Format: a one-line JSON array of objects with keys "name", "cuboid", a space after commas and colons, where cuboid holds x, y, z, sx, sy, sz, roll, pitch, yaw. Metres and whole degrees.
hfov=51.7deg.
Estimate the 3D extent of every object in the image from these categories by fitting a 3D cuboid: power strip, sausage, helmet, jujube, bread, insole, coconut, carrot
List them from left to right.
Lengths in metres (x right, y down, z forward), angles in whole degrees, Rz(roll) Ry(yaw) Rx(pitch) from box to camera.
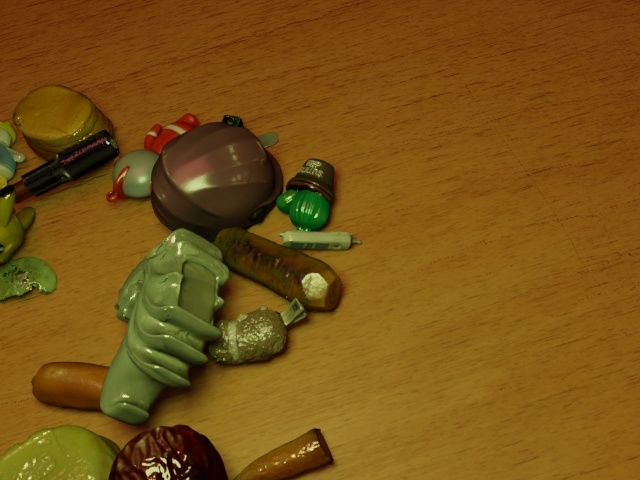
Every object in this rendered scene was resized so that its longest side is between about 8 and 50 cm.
[{"name": "coconut", "cuboid": [-0.720, 0.088, 1.582, 0.158, 0.055, 0.133, -21, 59, -7]}, {"name": "bread", "cuboid": [-0.491, 0.483, 1.245, 0.270, 0.148, 0.270, -2, 55, 3]}, {"name": "bread", "cuboid": [-0.688, -0.307, 1.775, 0.269, 0.142, 0.195, 20, 66, 21]}, {"name": "sausage", "cuboid": [-0.495, 0.305, 1.392, 0.238, 0.098, 0.098, 5, 59, 9]}, {"name": "jujube", "cuboid": [-0.246, 0.504, 1.165, 0.216, 0.216, 0.342, -22, 69, -6]}, {"name": "helmet", "cuboid": [-0.241, -0.163, 1.552, 0.338, 0.197, 0.271, -27, 72, -17]}, {"name": "insole", "cuboid": [-0.202, -0.248, 1.750, 0.188, 0.004, 0.064, -18, 58, -3]}, {"name": "carrot", "cuboid": [-0.095, 0.063, 1.477, 0.302, 0.114, 0.114, 24, 64, 24]}, {"name": "carrot", "cuboid": [-0.080, 0.431, 1.266, 0.205, 0.072, 0.072, -23, 58, -5]}, {"name": "power strip", "cuboid": [0.000, 0.000, 1.516, 0.191, 0.047, 0.030, 3, 64, -11]}]

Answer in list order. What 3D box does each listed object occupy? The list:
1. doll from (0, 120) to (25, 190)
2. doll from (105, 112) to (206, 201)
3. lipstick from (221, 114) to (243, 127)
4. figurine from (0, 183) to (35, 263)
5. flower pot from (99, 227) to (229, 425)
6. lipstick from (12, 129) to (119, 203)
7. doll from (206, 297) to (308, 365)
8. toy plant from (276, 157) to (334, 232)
[{"name": "doll", "cuboid": [-0.877, -0.236, 1.786, 0.135, 0.099, 0.241, -26, 54, 19]}, {"name": "doll", "cuboid": [-0.416, -0.203, 1.702, 0.200, 0.105, 0.336, 31, 59, 23]}, {"name": "lipstick", "cuboid": [-0.267, -0.184, 1.687, 0.051, 0.051, 0.312, 11, 62, 9]}, {"name": "figurine", "cuboid": [-0.839, -0.005, 1.592, 0.327, 0.218, 0.169, -19, 85, -4]}, {"name": "flower pot", "cuboid": [-0.314, 0.170, 1.340, 0.254, 0.164, 0.367, -36, 36, 27]}, {"name": "lipstick", "cuboid": [-0.653, -0.181, 1.674, 0.299, 0.081, 0.081, -30, 58, -2]}, {"name": "doll", "cuboid": [-0.131, 0.199, 1.397, 0.221, 0.105, 0.115, -18, 46, -8]}, {"name": "toy plant", "cuboid": [-0.036, -0.097, 1.575, 0.143, 0.105, 0.200, 14, 72, 23]}]
